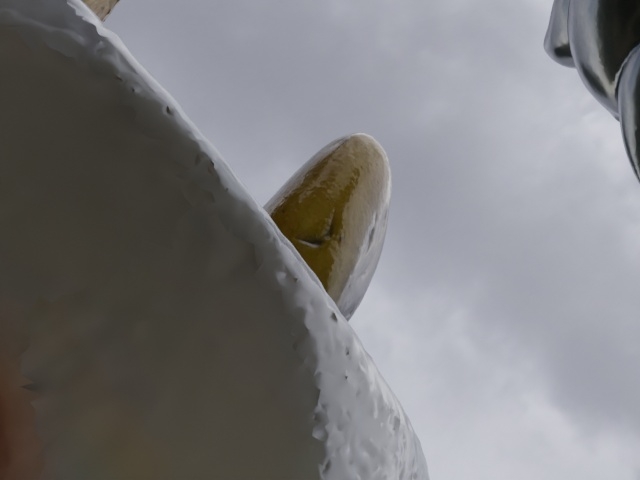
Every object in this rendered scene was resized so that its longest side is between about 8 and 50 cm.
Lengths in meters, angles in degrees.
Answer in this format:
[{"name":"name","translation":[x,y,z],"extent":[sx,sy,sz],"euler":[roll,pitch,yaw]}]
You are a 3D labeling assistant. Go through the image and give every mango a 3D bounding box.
[{"name":"mango","translation":[0.000,0.000,1.111],"extent":[0.098,0.137,0.195],"euler":[26,-100,23]}]

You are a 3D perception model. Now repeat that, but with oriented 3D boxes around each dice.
[{"name":"dice","translation":[-0.143,0.060,0.426],"extent":[0.259,0.251,0.243],"euler":[-38,-87,-9]}]

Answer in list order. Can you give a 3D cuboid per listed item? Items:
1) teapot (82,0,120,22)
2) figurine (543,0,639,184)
[{"name":"teapot","translation":[-0.179,-0.180,0.626],"extent":[0.167,0.311,0.203],"euler":[41,-103,11]},{"name":"figurine","translation":[0.225,-0.164,0.766],"extent":[0.140,0.193,0.265],"euler":[-7,-44,-12]}]
